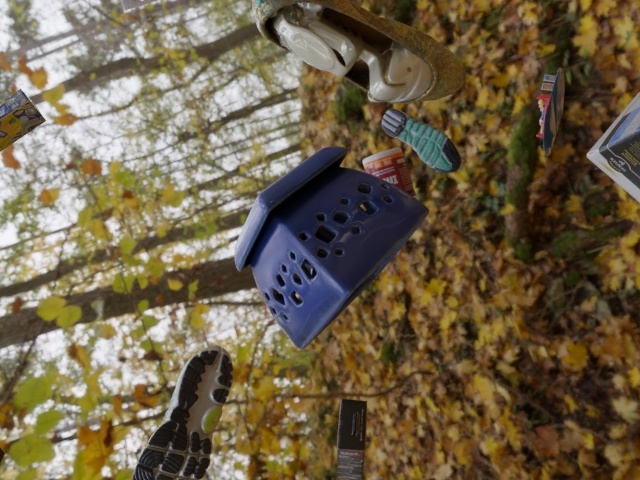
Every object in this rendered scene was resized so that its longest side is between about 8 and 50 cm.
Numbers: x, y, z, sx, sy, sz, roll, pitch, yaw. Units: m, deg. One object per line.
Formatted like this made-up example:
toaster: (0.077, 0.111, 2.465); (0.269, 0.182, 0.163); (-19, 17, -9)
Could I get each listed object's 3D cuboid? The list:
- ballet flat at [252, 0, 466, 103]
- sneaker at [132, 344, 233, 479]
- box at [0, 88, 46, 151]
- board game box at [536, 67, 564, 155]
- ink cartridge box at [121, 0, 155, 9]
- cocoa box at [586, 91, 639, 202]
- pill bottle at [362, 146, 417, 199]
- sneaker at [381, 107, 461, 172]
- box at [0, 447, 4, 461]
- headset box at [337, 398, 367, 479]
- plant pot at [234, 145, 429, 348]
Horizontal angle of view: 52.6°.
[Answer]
ballet flat: (0.058, -0.259, 0.904); (0.348, 0.123, 0.123); (23, -149, -24)
sneaker: (-0.217, 0.303, 1.063); (0.107, 0.275, 0.110); (27, 171, -11)
box: (-0.620, -0.212, 1.239); (0.054, 0.169, 0.059); (45, 168, 36)
board game box: (0.441, -0.250, 1.265); (0.133, 0.033, 0.169); (51, -124, -55)
ink cartridge box: (-0.465, -0.671, 1.608); (0.061, 0.104, 0.181); (-118, 11, -80)
cocoa box: (0.841, -0.184, 1.449); (0.347, 0.231, 0.228); (41, 171, 1)
pill bottle: (0.148, -0.108, 1.332); (0.086, 0.086, 0.152); (-36, -72, -83)
sneaker: (0.254, -0.242, 1.526); (0.223, 0.083, 0.098); (42, -151, 21)
box: (-0.319, 0.179, 0.544); (0.083, 0.062, 0.052); (40, -161, 24)
headset box: (0.036, 0.225, 0.735); (0.083, 0.032, 0.062); (90, -175, -46)
plant pot: (0.000, 0.000, 1.071); (0.212, 0.236, 0.236); (44, 144, 7)
